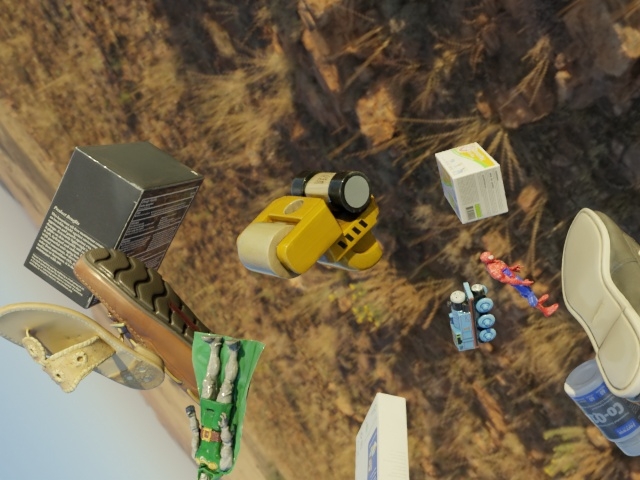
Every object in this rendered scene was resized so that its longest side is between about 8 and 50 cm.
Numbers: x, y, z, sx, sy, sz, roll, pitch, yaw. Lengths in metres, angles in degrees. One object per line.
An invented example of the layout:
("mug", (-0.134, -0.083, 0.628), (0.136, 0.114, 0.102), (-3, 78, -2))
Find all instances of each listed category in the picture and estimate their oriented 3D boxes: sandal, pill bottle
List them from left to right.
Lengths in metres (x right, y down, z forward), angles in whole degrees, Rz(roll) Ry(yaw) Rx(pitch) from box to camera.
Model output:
("sandal", (-0.295, 0.157, 0.852), (0.240, 0.088, 0.079), (33, -153, -37))
("pill bottle", (0.442, 0.252, 1.023), (0.137, 0.078, 0.078), (48, 162, -3))

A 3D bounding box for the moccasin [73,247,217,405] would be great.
("moccasin", (-0.300, 0.167, 1.239), (0.380, 0.147, 0.139), (45, -162, -20))

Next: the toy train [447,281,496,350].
("toy train", (0.372, 0.188, 1.676), (0.080, 0.105, 0.184), (-98, -6, -56))

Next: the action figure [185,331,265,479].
("action figure", (-0.157, 0.262, 1.017), (0.137, 0.232, 0.063), (3, 177, 35))

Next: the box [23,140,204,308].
("box", (-0.443, -0.049, 1.492), (0.182, 0.294, 0.296), (33, -164, 7))

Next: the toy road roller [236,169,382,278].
("toy road roller", (0.000, 0.000, 1.547), (0.202, 0.329, 0.241), (9, 137, 53))

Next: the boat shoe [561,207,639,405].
("boat shoe", (0.375, 0.077, 0.828), (0.095, 0.335, 0.112), (17, 123, -4))

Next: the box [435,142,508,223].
("box", (0.338, -0.135, 1.538), (0.203, 0.103, 0.114), (-95, -11, -68))

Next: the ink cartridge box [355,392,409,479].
("ink cartridge box", (0.107, 0.457, 1.211), (0.065, 0.333, 0.165), (14, 131, -5))

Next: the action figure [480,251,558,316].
("action figure", (0.222, 0.045, 0.769), (0.115, 0.030, 0.038), (31, -161, -23))
